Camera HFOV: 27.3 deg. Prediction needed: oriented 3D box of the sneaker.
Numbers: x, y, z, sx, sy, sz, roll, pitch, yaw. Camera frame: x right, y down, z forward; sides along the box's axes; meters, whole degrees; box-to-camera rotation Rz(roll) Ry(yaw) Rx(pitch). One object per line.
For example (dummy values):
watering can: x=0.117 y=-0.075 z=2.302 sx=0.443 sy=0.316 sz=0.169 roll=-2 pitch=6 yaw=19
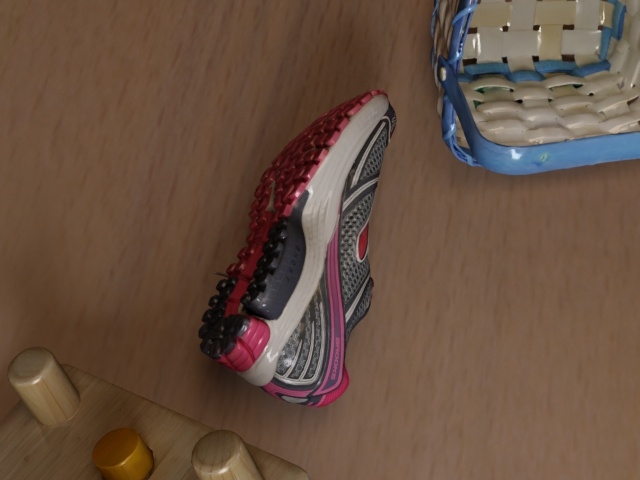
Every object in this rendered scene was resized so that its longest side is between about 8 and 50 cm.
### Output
sneaker: x=0.000 y=0.000 z=1.094 sx=0.112 sy=0.121 sz=0.299 roll=36 pitch=56 yaw=-21

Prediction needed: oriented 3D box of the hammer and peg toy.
hammer and peg toy: x=-0.193 y=0.253 z=0.853 sx=0.266 sy=0.127 sz=0.361 roll=17 pitch=54 yaw=34

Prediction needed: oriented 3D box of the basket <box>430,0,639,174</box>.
basket: x=0.225 y=-0.147 z=1.127 sx=0.255 sy=0.201 sz=0.289 roll=-4 pitch=30 yaw=-9
